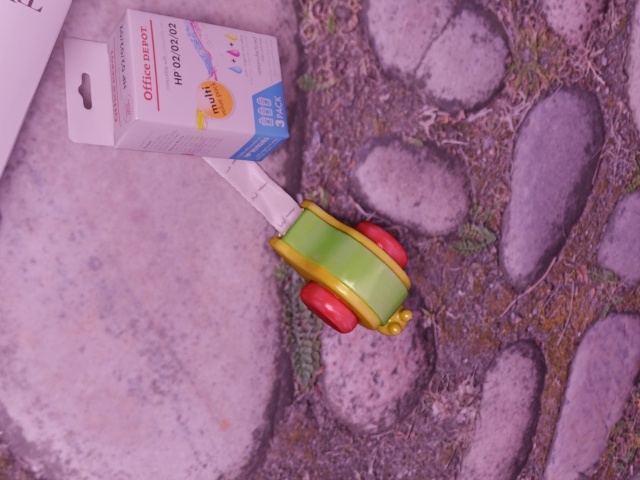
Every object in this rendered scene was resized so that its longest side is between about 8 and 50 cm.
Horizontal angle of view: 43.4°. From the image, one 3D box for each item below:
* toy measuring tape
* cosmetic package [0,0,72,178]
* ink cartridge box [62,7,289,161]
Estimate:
[{"bbox_3d":[0.000,0.000,0.810,0.121,0.121,0.330,-50,122,-11],"label":"toy measuring tape"},{"bbox_3d":[-0.377,-0.182,0.538,0.377,0.097,0.284,21,93,-34],"label":"cosmetic package"},{"bbox_3d":[-0.124,-0.134,0.704,0.181,0.061,0.104,2,72,-32],"label":"ink cartridge box"}]
